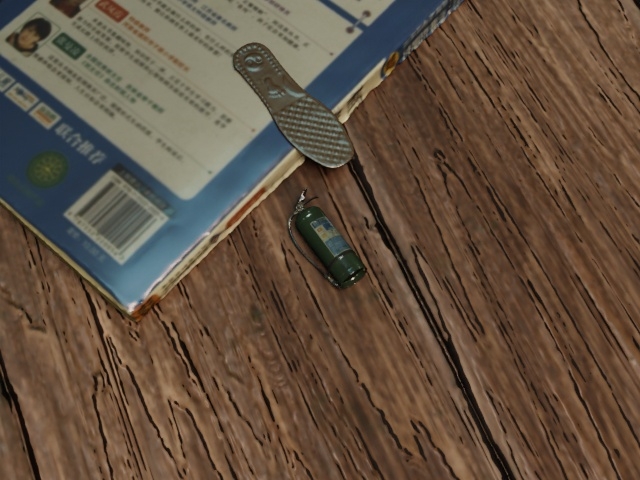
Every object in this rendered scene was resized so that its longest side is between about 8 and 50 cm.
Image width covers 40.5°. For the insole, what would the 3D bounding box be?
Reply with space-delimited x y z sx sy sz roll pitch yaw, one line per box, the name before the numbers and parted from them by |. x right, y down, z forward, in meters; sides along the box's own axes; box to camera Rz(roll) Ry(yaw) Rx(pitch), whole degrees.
insole | -0.023 -0.109 0.692 0.045 0.002 0.135 -34 74 -16

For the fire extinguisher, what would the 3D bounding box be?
fire extinguisher | 0.000 0.000 0.668 0.038 0.025 0.083 -39 68 9

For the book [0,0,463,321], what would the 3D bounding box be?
book | -0.110 -0.174 0.744 0.300 0.039 0.428 39 71 17
